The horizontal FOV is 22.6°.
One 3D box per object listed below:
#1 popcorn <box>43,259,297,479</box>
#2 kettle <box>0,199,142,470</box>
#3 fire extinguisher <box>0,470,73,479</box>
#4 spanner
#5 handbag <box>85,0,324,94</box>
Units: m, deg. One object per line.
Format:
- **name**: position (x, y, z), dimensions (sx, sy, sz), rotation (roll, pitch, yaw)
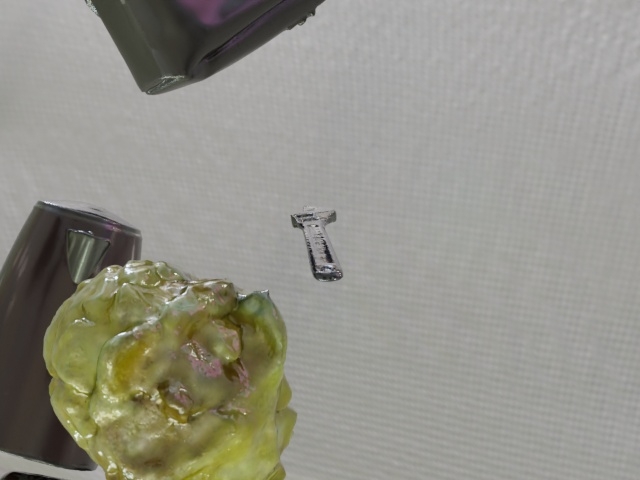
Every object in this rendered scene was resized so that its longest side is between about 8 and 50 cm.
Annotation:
- **popcorn**: position (-0.088, 0.092, 0.969), dimensions (0.173, 0.173, 0.142), rotation (22, -112, 35)
- **kettle**: position (-0.240, 0.079, 1.487), dimensions (0.144, 0.202, 0.232), rotation (18, -93, -7)
- **fire extinguisher**: position (-0.253, 0.245, 1.476), dimensions (0.252, 0.075, 0.106), rotation (10, -158, -5)
- **spanner**: position (0.000, 0.000, 1.457), dimensions (0.046, 0.012, 0.208), rotation (0, -163, -6)
- **handbag**: position (-0.140, -0.328, 1.728), dimensions (0.257, 0.285, 0.113), rotation (-30, -167, -24)
